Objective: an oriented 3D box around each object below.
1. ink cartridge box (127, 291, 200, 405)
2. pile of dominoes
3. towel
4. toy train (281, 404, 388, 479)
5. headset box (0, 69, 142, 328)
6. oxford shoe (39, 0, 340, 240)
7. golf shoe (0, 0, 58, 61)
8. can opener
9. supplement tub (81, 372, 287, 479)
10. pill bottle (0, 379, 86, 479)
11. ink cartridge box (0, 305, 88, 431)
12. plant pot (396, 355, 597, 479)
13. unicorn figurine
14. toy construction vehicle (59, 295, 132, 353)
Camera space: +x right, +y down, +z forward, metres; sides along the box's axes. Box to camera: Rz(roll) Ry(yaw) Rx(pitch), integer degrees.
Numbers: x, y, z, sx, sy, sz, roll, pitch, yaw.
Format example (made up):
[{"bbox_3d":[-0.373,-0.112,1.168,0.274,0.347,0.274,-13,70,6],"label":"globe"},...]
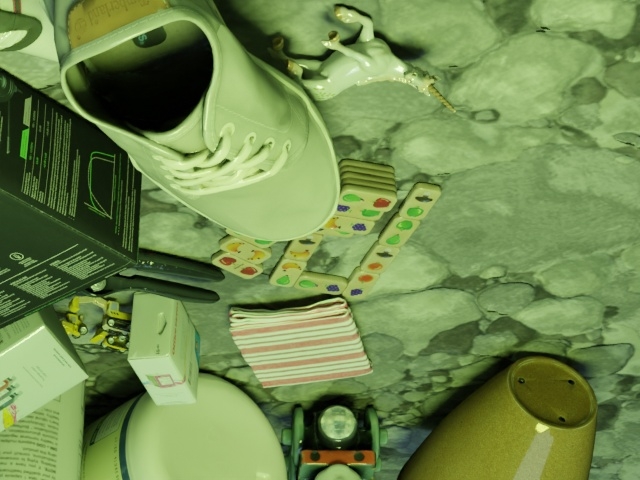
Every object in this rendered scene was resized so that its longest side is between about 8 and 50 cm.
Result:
[{"bbox_3d":[-0.178,0.123,1.781,0.052,0.089,0.122,-4,148,8],"label":"ink cartridge box"},{"bbox_3d":[0.000,0.000,1.640,0.195,0.040,0.251,8,146,-17],"label":"pile of dominoes"},{"bbox_3d":[-0.021,0.123,1.851,0.144,0.029,0.197,-7,152,9],"label":"towel"},{"bbox_3d":[0.013,0.349,2.062,0.142,0.190,0.334,1,148,-6],"label":"toy train"},{"bbox_3d":[-0.353,-0.043,1.462,0.246,0.131,0.283,-25,142,33],"label":"headset box"},{"bbox_3d":[-0.100,-0.098,1.302,0.169,0.130,0.449,-23,147,9],"label":"oxford shoe"},{"bbox_3d":[-0.280,-0.183,1.255,0.272,0.120,0.105,20,141,-33],"label":"golf shoe"},{"bbox_3d":[-0.192,0.034,1.683,0.186,0.073,0.059,6,109,-18],"label":"can opener"},{"bbox_3d":[-0.224,0.328,1.969,0.235,0.235,0.325,24,140,-35],"label":"supplement tub"},{"bbox_3d":[-0.362,0.272,1.825,0.160,0.283,0.160,-2,148,-1],"label":"pill bottle"},{"bbox_3d":[-0.368,0.122,1.670,0.176,0.128,0.127,-31,146,-4],"label":"ink cartridge box"},{"bbox_3d":[0.243,0.269,1.952,0.237,0.237,0.254,8,132,-15],"label":"plant pot"},{"bbox_3d":[0.029,-0.156,1.384,0.161,0.060,0.111,-5,153,37],"label":"unicorn figurine"},{"bbox_3d":[-0.253,0.094,1.789,0.098,0.035,0.086,17,155,-23],"label":"toy construction vehicle"}]
